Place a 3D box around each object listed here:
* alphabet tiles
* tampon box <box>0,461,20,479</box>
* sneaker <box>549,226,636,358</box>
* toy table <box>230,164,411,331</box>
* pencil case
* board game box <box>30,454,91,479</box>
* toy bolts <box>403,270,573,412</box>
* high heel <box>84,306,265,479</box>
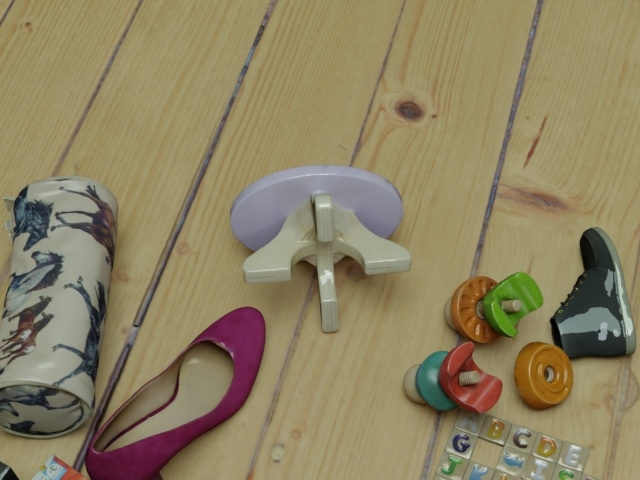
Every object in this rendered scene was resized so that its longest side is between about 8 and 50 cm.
[{"bbox_3d":[0.282,0.359,1.692,0.237,0.009,0.198,17,58,16],"label":"alphabet tiles"},{"bbox_3d":[-0.488,0.363,1.649,0.120,0.161,0.101,23,60,19],"label":"tampon box"},{"bbox_3d":[0.406,0.078,1.830,0.118,0.083,0.222,-7,57,0],"label":"sneaker"},{"bbox_3d":[0.000,0.000,1.836,0.274,0.252,0.161,-14,39,5],"label":"toy table"},{"bbox_3d":[-0.421,0.100,1.826,0.183,0.160,0.410,-8,55,10],"label":"pencil case"},{"bbox_3d":[-0.288,0.439,1.595,0.275,0.144,0.142,28,62,20],"label":"board game box"},{"bbox_3d":[0.237,0.187,1.769,0.228,0.158,0.218,-39,102,-32],"label":"toy bolts"},{"bbox_3d":[-0.198,0.215,1.717,0.127,0.181,0.377,22,60,18],"label":"high heel"}]
